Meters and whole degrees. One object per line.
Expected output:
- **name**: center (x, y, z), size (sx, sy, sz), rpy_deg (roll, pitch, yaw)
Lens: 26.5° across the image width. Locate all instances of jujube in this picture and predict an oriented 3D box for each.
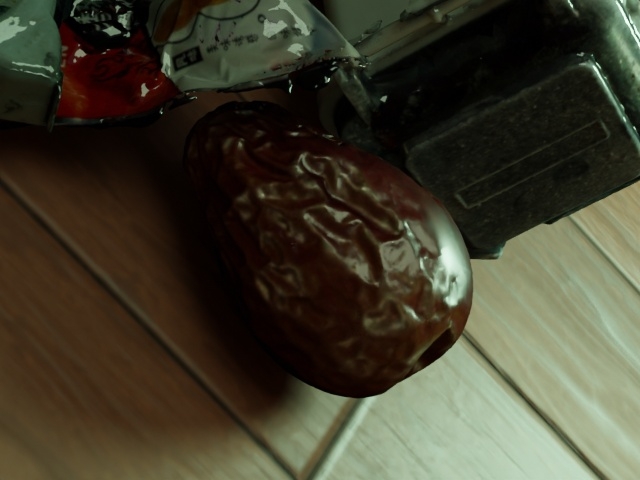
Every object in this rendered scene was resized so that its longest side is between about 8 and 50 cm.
- **jujube**: center (0.000, 0.000, 0.968), size (0.236, 0.168, 0.168), rpy_deg (47, 38, 11)

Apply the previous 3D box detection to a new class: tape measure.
- **tape measure**: center (-0.323, -0.167, 0.864), size (0.330, 0.084, 0.164), rpy_deg (13, 49, -15)

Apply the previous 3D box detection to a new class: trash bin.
- **trash bin**: center (0.113, -0.208, 1.126), size (0.296, 0.256, 0.368), rpy_deg (42, 26, -47)

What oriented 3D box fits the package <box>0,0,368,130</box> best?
- **package**: center (-0.101, -0.152, 0.958), size (0.194, 0.269, 0.071), rpy_deg (-89, 169, -48)
